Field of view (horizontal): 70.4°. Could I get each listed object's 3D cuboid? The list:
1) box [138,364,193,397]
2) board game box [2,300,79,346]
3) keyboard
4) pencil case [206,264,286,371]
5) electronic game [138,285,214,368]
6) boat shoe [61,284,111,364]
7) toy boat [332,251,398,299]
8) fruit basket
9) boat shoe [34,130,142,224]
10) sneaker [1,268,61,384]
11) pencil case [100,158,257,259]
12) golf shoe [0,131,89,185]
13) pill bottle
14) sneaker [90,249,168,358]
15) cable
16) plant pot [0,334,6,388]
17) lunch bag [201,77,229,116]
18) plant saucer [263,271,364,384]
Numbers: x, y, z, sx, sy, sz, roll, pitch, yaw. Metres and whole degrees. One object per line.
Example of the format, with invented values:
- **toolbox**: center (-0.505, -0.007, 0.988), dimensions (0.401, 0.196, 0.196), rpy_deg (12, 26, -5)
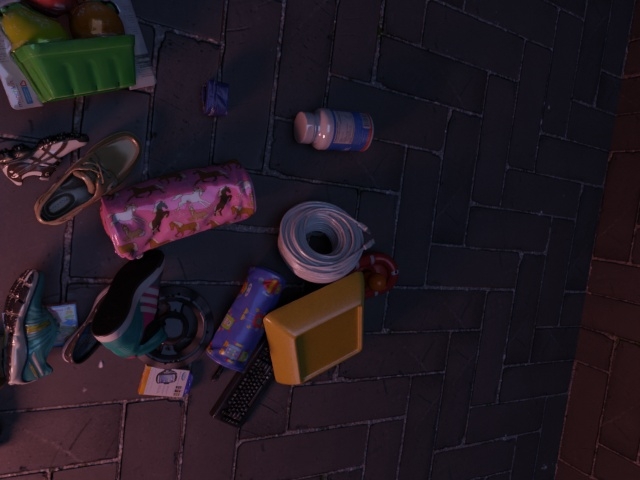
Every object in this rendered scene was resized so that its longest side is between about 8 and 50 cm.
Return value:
- **box**: center (-0.430, 0.393, 1.273), dimensions (0.136, 0.028, 0.081), rpy_deg (17, 89, -31)
- **board game box**: center (-0.681, 0.212, 1.113), dimensions (0.154, 0.026, 0.103), rpy_deg (-5, 100, -27)
- **keyboard**: center (-0.226, 0.401, 1.380), dimensions (0.201, 0.033, 0.317), rpy_deg (39, 78, -26)
- **pencil case**: center (-0.210, 0.213, 1.299), dimensions (0.119, 0.133, 0.306), rpy_deg (35, 77, -45)
- **electronic game**: center (-0.409, 0.239, 1.248), dimensions (0.229, 0.048, 0.229), rpy_deg (0, 91, -22)
- **boat shoe**: center (-0.552, 0.207, 1.136), dimensions (0.228, 0.076, 0.080), rpy_deg (-55, 127, -23)
- **toy boat**: center (0.160, 0.126, 1.474), dimensions (0.231, 0.151, 0.150), rpy_deg (-15, 105, -25)
- **fruit basket**: center (-0.563, -0.489, 0.982), dimensions (0.327, 0.165, 0.352), rpy_deg (-30, 110, -38)
- **boat shoe**: center (-0.549, -0.149, 1.090), dimensions (0.302, 0.098, 0.109), rpy_deg (-45, 115, -15)
- **sneaker**: center (-0.671, 0.198, 1.062), dimensions (0.110, 0.107, 0.275), rpy_deg (1, 102, -48)
- **pencil case**: center (-0.354, -0.086, 1.172), dimensions (0.386, 0.167, 0.160), rpy_deg (-22, 63, -24)
- **golf shoe**: center (-0.634, -0.193, 1.062), dimensions (0.198, 0.077, 0.093), rpy_deg (-23, 118, -16)
- **pill bottle**: center (0.038, -0.331, 1.360), dimensions (0.222, 0.124, 0.124), rpy_deg (-3, 98, -27)
- **sneaker**: center (-0.444, 0.176, 1.144), dimensions (0.124, 0.295, 0.178), rpy_deg (-2, 130, 12)
- **cable**: center (0.000, 0.000, 1.353), dimensions (0.257, 0.089, 0.257), rpy_deg (42, 59, 7)
- **plant pot**: center (-0.785, 0.290, 1.032), dimensions (0.096, 0.109, 0.108), rpy_deg (-6, 101, -14)
- **lunch bag**: center (-0.284, -0.384, 1.214), dimensions (0.065, 0.067, 0.098), rpy_deg (2, 95, -29)
- **plant saucer**: center (0.011, 0.291, 1.378), dimensions (0.333, 0.081, 0.332), rpy_deg (-23, 134, -21)
